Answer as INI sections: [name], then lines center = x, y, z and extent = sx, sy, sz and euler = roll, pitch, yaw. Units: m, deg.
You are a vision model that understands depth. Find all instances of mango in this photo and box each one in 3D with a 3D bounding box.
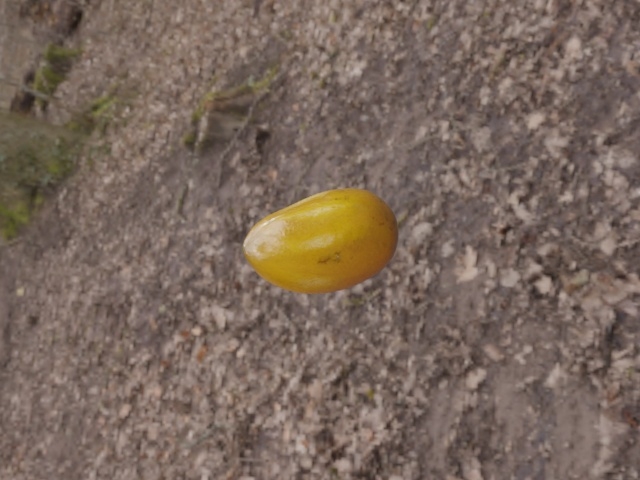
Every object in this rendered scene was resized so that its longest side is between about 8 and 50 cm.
[mango]
center = 0.000, 0.000, 0.444
extent = 0.046, 0.089, 0.060
euler = 56, 136, 41
